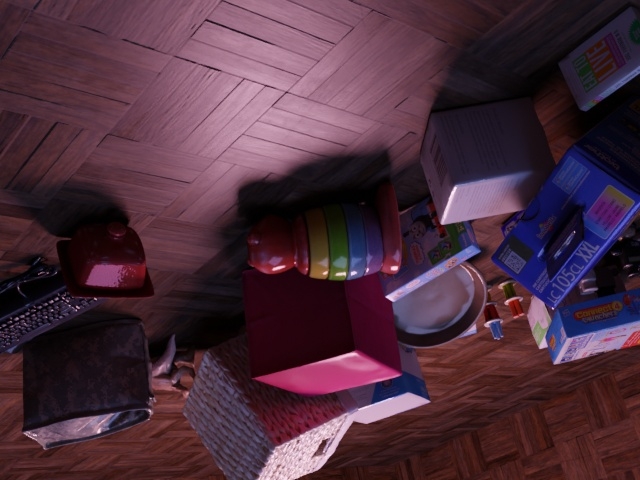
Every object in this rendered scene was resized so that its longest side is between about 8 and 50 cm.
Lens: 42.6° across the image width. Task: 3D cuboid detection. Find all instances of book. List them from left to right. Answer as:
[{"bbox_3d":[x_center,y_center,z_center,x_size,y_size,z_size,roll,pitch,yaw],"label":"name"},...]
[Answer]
[{"bbox_3d":[0.454,-0.283,1.292,0.035,0.096,0.144,8,147,-37],"label":"book"}]

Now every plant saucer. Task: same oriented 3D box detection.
[{"bbox_3d":[0.276,0.149,2.027,0.278,0.041,0.277,-6,124,-10],"label":"plant saucer"}]

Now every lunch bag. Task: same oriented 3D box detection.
[{"bbox_3d":[-0.523,0.324,1.894,0.287,0.235,0.169,-13,149,0],"label":"lunch bag"}]

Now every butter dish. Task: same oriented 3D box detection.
[{"bbox_3d":[-0.378,0.019,1.476,0.160,0.160,0.118,3,127,-31],"label":"butter dish"}]

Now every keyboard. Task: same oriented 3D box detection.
[{"bbox_3d":[-0.574,0.127,1.638,0.317,0.033,0.201,-27,143,4],"label":"keyboard"}]

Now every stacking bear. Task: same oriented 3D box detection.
[{"bbox_3d":[0.000,0.000,1.594,0.289,0.164,0.175,-5,154,-7],"label":"stacking bear"}]

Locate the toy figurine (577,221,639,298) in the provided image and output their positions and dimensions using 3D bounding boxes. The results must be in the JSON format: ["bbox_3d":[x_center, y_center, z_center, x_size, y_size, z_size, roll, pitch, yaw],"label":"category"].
[{"bbox_3d":[0.745,0.050,2.079,0.210,0.148,0.213,-26,155,36],"label":"toy figurine"}]

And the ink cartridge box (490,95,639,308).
[{"bbox_3d":[0.464,-0.062,1.421,0.395,0.151,0.270,-30,155,-46],"label":"ink cartridge box"}]

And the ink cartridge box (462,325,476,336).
[{"bbox_3d":[0.373,0.182,2.195,0.062,0.104,0.181,-16,155,6],"label":"ink cartridge box"}]

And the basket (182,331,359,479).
[{"bbox_3d":[-0.133,0.425,2.058,0.267,0.331,0.328,-21,150,-37],"label":"basket"}]

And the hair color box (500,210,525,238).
[{"bbox_3d":[0.570,-0.068,1.782,0.185,0.110,0.339,-1,154,-26],"label":"hair color box"}]

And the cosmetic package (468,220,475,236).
[{"bbox_3d":[0.289,0.002,1.840,0.115,0.060,0.041,-18,154,14],"label":"cosmetic package"}]

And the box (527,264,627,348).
[{"bbox_3d":[0.740,0.194,2.385,0.231,0.126,0.262,-15,156,-1],"label":"box"}]

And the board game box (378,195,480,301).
[{"bbox_3d":[0.204,0.006,1.663,0.212,0.160,0.039,-34,139,25],"label":"board game box"}]

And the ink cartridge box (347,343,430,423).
[{"bbox_3d":[0.137,0.315,2.162,0.198,0.270,0.197,-22,155,18],"label":"ink cartridge box"}]

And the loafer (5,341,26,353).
[{"bbox_3d":[-0.654,0.207,1.771,0.220,0.078,0.080,-24,153,21],"label":"loafer"}]

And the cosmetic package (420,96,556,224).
[{"bbox_3d":[0.289,-0.139,1.442,0.184,0.151,0.151,-9,155,-6],"label":"cosmetic package"}]

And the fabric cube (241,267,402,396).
[{"bbox_3d":[0.003,0.182,1.823,0.254,0.259,0.258,-18,154,23],"label":"fabric cube"}]

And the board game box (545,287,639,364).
[{"bbox_3d":[0.773,0.224,2.189,0.302,0.086,0.308,-14,158,3],"label":"board game box"}]

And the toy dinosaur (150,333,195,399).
[{"bbox_3d":[-0.428,0.352,2.143,0.201,0.127,0.295,-1,147,-10],"label":"toy dinosaur"}]

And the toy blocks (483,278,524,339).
[{"bbox_3d":[0.494,0.188,2.218,0.123,0.148,0.054,-12,155,-3],"label":"toy blocks"}]
